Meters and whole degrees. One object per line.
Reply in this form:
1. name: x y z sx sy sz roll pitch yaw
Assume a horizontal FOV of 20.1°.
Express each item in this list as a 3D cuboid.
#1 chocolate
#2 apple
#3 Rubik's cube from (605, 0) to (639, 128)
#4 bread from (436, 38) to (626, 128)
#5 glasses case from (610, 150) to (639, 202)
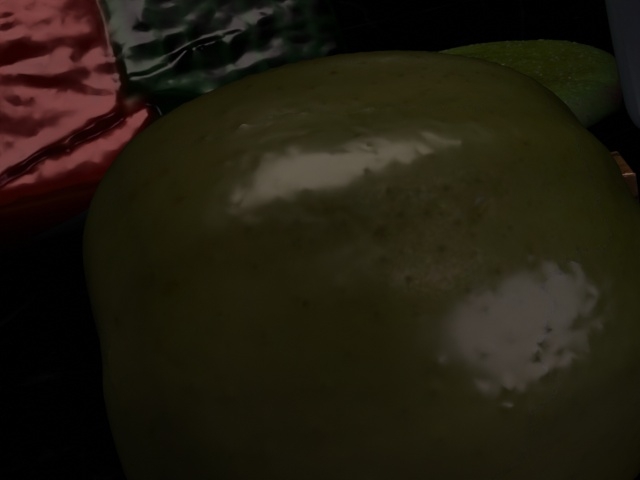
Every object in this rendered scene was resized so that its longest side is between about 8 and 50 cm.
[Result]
1. chocolate: -0.175 -0.184 1.464 0.341 0.360 0.161 -14 -21 -11
2. apple: 0.020 0.035 0.816 0.279 0.279 0.279 -10 18 3
3. Rubik's cube: 0.396 -0.292 1.433 0.352 0.347 0.351 -6 19 12
4. bread: 0.119 -0.121 1.571 0.301 0.045 0.301 -11 19 4
5. glasses case: 0.135 -0.023 1.269 0.169 0.041 0.065 -11 18 1
